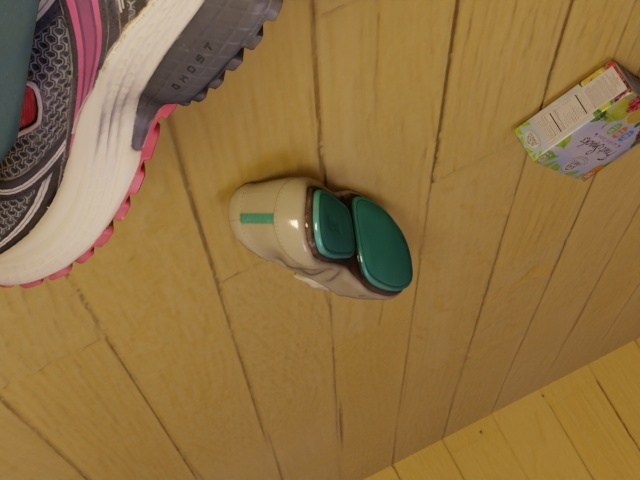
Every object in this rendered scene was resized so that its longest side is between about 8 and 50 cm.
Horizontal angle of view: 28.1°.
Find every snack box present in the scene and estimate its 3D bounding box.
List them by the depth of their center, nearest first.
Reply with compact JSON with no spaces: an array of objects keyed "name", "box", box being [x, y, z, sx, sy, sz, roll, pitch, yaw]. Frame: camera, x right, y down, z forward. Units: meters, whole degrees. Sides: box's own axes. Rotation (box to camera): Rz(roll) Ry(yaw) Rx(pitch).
[{"name":"snack box","box":[0.236,-0.099,1.094,0.100,0.037,0.141,-35,160,22]}]

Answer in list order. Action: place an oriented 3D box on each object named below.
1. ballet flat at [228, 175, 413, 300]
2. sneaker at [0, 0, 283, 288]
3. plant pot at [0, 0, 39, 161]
[{"name":"ballet flat","box":[0.000,0.000,0.983,0.086,0.086,0.248,-33,159,11]},{"name":"sneaker","box":[-0.118,-0.086,0.558,0.112,0.121,0.299,17,140,-24]},{"name":"plant pot","box":[-0.208,-0.047,0.386,0.234,0.165,0.165,-39,161,-40]}]
